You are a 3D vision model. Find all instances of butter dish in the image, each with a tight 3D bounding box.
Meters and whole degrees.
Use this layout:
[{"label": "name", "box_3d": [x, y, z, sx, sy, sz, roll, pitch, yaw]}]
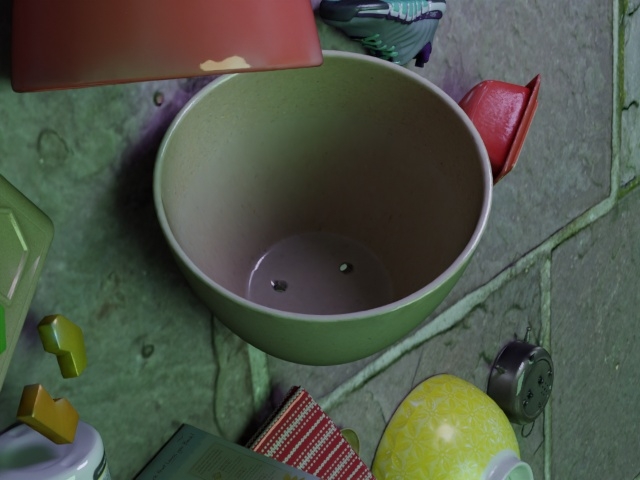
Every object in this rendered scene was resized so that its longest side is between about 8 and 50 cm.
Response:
[{"label": "butter dish", "box_3d": [0.210, -0.152, 1.578, 0.160, 0.118, 0.160, 120, -8, -76]}]

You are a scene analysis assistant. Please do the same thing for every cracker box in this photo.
[{"label": "cracker box", "box_3d": [-0.098, 0.296, 1.219, 0.156, 0.232, 0.067, -47, 135, -32]}]

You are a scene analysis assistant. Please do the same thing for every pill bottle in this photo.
[{"label": "pill bottle", "box_3d": [-0.248, 0.285, 1.120, 0.119, 0.119, 0.209, -32, 124, -42]}]

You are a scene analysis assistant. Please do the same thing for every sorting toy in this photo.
[{"label": "sorting toy", "box_3d": [-0.283, 0.041, 0.993, 0.307, 0.041, 0.229, 49, 39, -46]}]

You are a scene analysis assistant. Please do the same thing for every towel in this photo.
[{"label": "towel", "box_3d": [-0.031, 0.325, 1.466, 0.199, 0.031, 0.275, -50, 134, -18]}]

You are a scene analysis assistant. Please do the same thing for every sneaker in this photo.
[{"label": "sneaker", "box_3d": [0.078, -0.244, 1.404, 0.223, 0.083, 0.098, -14, 116, -50]}]

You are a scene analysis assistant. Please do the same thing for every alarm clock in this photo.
[{"label": "alarm clock", "box_3d": [0.329, 0.245, 1.889, 0.129, 0.064, 0.192, -43, 135, -36]}]

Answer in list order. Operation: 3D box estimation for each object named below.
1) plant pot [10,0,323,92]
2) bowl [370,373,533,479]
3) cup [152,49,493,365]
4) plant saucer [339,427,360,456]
[{"label": "plant pot", "box_3d": [-0.141, -0.257, 1.000, 0.275, 0.275, 0.243, -15, 102, -49]}, {"label": "bowl", "box_3d": [0.212, 0.352, 1.693, 0.289, 0.156, 0.290, -19, 115, -47]}, {"label": "cup", "box_3d": [0.000, 0.000, 1.232, 0.331, 0.331, 0.237, -52, 161, -28]}, {"label": "plant saucer", "box_3d": [0.021, 0.286, 1.545, 0.083, 0.015, 0.083, -21, 117, -47]}]
